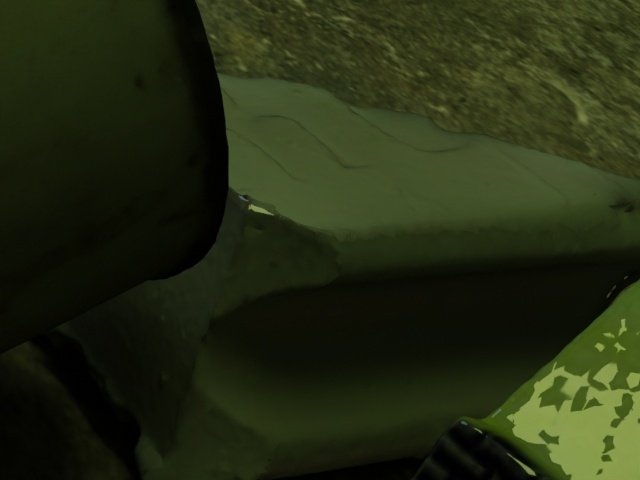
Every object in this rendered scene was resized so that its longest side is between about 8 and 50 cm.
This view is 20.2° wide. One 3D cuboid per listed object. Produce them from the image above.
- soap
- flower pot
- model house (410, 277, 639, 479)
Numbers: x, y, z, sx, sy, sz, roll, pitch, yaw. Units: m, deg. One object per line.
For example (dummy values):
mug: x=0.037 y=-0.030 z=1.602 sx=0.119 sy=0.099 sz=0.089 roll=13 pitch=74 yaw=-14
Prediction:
soap: x=0.000 y=0.000 z=0.976 sx=0.302 sy=0.159 sz=0.258 roll=-1 pitch=24 yaw=-37
flower pot: x=-0.247 y=-0.041 z=0.731 sx=0.330 sy=0.294 sz=0.293 roll=-32 pitch=47 yaw=-26
model house: x=0.141 y=0.161 z=0.772 sx=0.211 sy=0.170 sz=0.194 roll=-35 pitch=56 yaw=-24
